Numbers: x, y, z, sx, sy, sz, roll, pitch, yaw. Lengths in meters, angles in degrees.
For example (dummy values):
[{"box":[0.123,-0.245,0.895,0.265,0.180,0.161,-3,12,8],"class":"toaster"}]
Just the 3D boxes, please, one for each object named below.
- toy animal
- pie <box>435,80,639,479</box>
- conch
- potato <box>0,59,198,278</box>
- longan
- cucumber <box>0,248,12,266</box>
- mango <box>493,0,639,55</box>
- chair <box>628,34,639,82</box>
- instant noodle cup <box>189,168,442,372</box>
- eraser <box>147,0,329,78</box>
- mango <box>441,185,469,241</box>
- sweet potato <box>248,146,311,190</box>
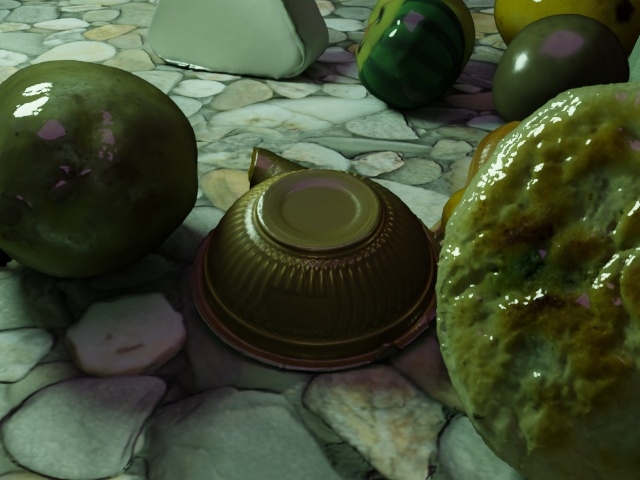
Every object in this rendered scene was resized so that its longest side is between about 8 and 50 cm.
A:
[{"box":[0.173,-0.349,1.372,0.191,0.216,0.338,28,33,-7],"class":"toy animal"},{"box":[0.224,0.031,0.604,0.338,0.337,0.075,24,7,34],"class":"pie"},{"box":[0.217,-0.059,0.986,0.109,0.093,0.330,34,62,18],"class":"conch"},{"box":[-0.258,-0.082,0.863,0.243,0.220,0.326,-1,19,-27],"class":"potato"},{"box":[0.365,-0.248,1.200,0.197,0.196,0.220,20,30,29],"class":"longan"},{"box":[-0.452,-0.009,0.911,0.220,0.046,0.070,5,23,3],"class":"cucumber"},{"box":[0.489,-0.460,1.541,0.300,0.232,0.445,1,21,9],"class":"mango"},{"box":[0.577,-0.290,1.276,0.275,0.203,0.190,-4,42,-19],"class":"chair"},{"box":[0.000,0.000,0.799,0.274,0.090,0.274,0,44,0],"class":"instant noodle cup"},{"box":[-0.131,-0.427,1.478,0.332,0.331,0.150,11,30,17],"class":"eraser"},{"box":[0.196,0.007,0.789,0.109,0.147,0.227,-46,13,3],"class":"mango"},{"box":[0.006,-0.038,0.952,0.244,0.077,0.077,29,39,20],"class":"sweet potato"}]
